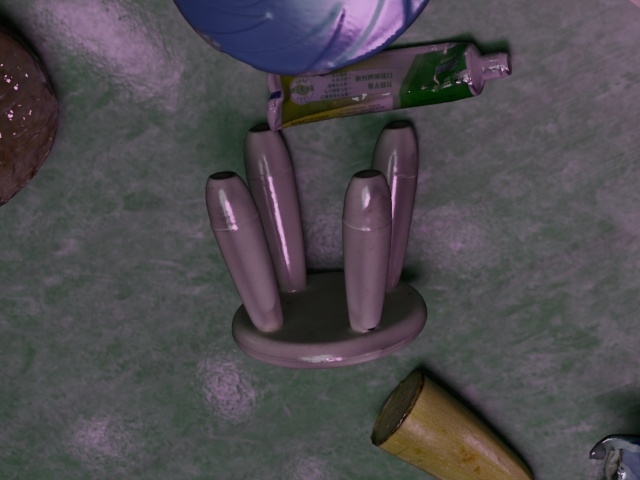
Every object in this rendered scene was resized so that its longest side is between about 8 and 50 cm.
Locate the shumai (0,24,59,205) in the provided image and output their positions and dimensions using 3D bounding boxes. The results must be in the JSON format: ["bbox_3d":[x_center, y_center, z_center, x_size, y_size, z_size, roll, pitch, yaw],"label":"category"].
[{"bbox_3d":[-0.414,-0.150,1.861,0.272,0.204,0.222,35,92,-32],"label":"shumai"}]

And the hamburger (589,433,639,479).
[{"bbox_3d":[0.392,0.291,1.859,0.261,0.150,0.276,34,144,15],"label":"hamburger"}]

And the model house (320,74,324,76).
[{"bbox_3d":[0.022,-0.194,1.741,0.083,0.078,0.066,3,118,12],"label":"model house"}]

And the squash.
[{"bbox_3d":[0.160,0.235,1.924,0.224,0.094,0.094,37,119,-15],"label":"squash"}]

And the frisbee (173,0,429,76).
[{"bbox_3d":[-0.023,-0.295,1.672,0.290,0.049,0.289,2,98,14],"label":"frisbee"}]

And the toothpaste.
[{"bbox_3d":[0.063,-0.156,1.767,0.248,0.047,0.078,-6,84,18],"label":"toothpaste"}]

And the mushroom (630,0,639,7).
[{"bbox_3d":[0.345,-0.290,1.606,0.088,0.097,0.212,20,120,-31],"label":"mushroom"}]

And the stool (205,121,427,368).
[{"bbox_3d":[0.000,0.000,1.783,0.195,0.195,0.198,-1,110,15],"label":"stool"}]
